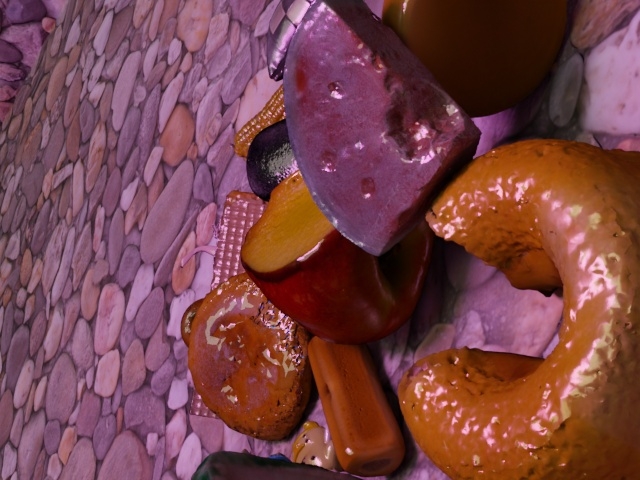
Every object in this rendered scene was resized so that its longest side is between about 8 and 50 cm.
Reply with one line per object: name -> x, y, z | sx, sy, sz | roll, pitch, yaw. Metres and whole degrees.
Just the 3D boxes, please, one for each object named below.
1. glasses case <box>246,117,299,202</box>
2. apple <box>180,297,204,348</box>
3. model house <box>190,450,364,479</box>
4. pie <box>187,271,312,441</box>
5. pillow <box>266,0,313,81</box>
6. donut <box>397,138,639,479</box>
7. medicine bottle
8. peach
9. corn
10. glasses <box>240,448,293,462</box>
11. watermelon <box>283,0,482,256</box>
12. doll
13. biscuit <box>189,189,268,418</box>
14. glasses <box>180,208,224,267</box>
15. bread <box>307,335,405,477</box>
glasses case -> 0.028, -0.144, 1.740 | 0.321, 0.082, 0.122 | -17, 67, 28
apple -> -0.185, 0.147, 2.031 | 0.114, 0.102, 0.099 | -46, 51, 27
model house -> -0.069, 0.454, 1.454 | 0.280, 0.312, 0.245 | -57, 36, 22
pie -> -0.108, 0.182, 1.832 | 0.273, 0.069, 0.273 | 2, 94, 37
pillow -> -0.010, -0.402, 1.998 | 0.250, 0.106, 0.186 | -53, 16, 27
donut -> 0.249, 0.080, 1.252 | 0.377, 0.163, 0.435 | -8, 67, 57
medicine bottle -> 0.161, -0.300, 1.524 | 0.232, 0.238, 0.238 | 38, 109, 59
peach -> 0.016, 0.020, 1.603 | 0.274, 0.248, 0.245 | 15, 126, 51
corn -> -0.044, -0.228, 1.988 | 0.292, 0.101, 0.101 | -47, 38, 33
glasses -> -0.124, 0.409, 1.800 | 0.239, 0.102, 0.207 | -52, -2, 5
watermelon -> 0.086, -0.151, 1.403 | 0.226, 0.148, 0.318 | -2, 106, 44
doll -> 0.003, 0.328, 1.646 | 0.106, 0.062, 0.162 | -65, 31, 24
biscuit -> -0.140, 0.106, 1.937 | 0.054, 0.094, 0.379 | 17, -99, -79
glasses -> -0.154, -0.001, 2.060 | 0.255, 0.095, 0.162 | 9, 79, 58
bread -> 0.047, 0.222, 1.605 | 0.239, 0.092, 0.074 | -109, 12, -48
